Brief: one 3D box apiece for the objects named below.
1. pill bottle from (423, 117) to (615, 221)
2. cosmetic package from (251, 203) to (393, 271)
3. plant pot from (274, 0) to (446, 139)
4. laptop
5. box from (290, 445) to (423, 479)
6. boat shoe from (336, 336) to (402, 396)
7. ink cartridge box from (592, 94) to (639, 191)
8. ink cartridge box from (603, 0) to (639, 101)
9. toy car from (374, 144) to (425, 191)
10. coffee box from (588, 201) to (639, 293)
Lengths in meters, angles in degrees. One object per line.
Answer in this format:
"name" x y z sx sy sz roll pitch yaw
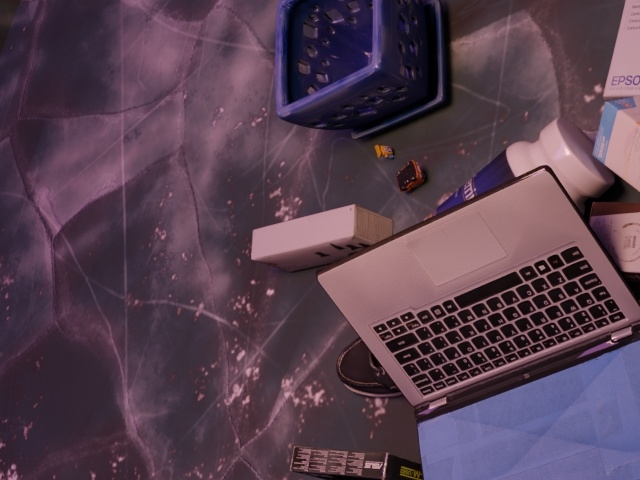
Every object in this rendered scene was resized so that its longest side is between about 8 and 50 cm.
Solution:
"pill bottle" 0.287 -0.049 1.948 0.265 0.153 0.153 -41 48 25
"cosmetic package" 0.000 0.000 2.261 0.239 0.099 0.060 -14 64 43
"plant pot" 0.078 -0.308 2.225 0.236 0.212 0.236 -21 61 39
"laptop" 0.221 0.185 1.732 0.382 0.408 0.236 -26 20 31
"box" 0.085 0.342 1.967 0.191 0.184 0.045 -4 72 44
"boat shoe" 0.133 0.164 2.045 0.340 0.113 0.127 -10 67 43
"ink cartridge box" 0.458 -0.125 1.829 0.143 0.092 0.090 49 141 45
"ink cartridge box" 0.523 -0.300 1.891 0.223 0.045 0.224 6 78 47
"toy car" 0.139 -0.132 2.215 0.122 0.040 0.060 63 140 37
"coffee box" 0.481 0.015 1.733 0.246 0.141 0.098 3 76 46
